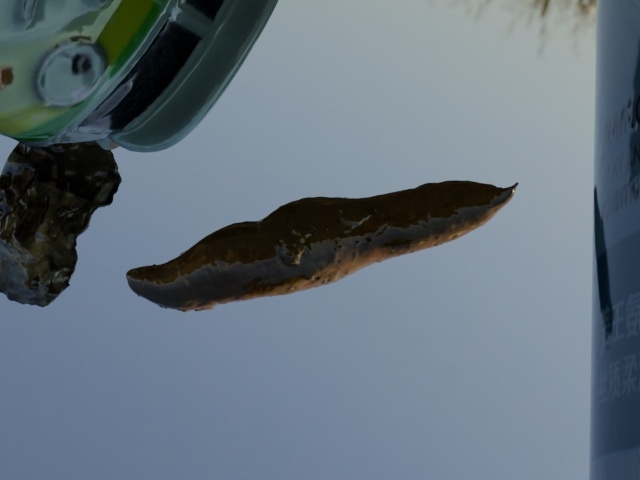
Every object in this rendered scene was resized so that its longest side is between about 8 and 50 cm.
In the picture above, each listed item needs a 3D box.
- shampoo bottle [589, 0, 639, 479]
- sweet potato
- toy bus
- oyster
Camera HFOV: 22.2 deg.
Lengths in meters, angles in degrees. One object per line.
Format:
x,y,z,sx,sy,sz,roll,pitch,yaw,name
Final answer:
0.267,0.003,0.609,0.331,0.342,0.331,4,167,1,shampoo bottle
0.000,0.000,1.083,0.274,0.067,0.067,-15,-169,10,sweet potato
-0.135,-0.135,0.581,0.276,0.133,0.165,37,-173,40,toy bus
-0.109,-0.017,0.641,0.054,0.083,0.019,17,167,27,oyster
